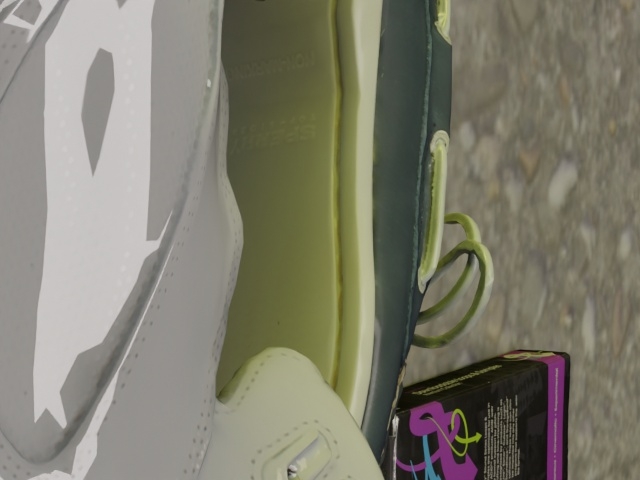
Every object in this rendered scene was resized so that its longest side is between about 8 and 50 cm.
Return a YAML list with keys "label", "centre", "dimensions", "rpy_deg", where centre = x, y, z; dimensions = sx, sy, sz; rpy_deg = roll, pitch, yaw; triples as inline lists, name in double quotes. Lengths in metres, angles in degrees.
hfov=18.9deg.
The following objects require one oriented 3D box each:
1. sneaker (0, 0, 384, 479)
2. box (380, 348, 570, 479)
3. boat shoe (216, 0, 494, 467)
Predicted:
- label: "sneaker"
  centre: [-0.061, -0.037, 0.420]
  dimensions: [0.210, 0.137, 0.366]
  rpy_deg: [54, 54, -38]
- label: "box"
  centre: [0.056, 0.111, 0.764]
  dimensions: [0.162, 0.029, 0.116]
  rpy_deg: [-9, 101, -60]
- label: "boat shoe"
  centre: [0.000, 0.000, 0.595]
  dimensions: [0.079, 0.095, 0.254]
  rpy_deg: [14, 73, -48]
